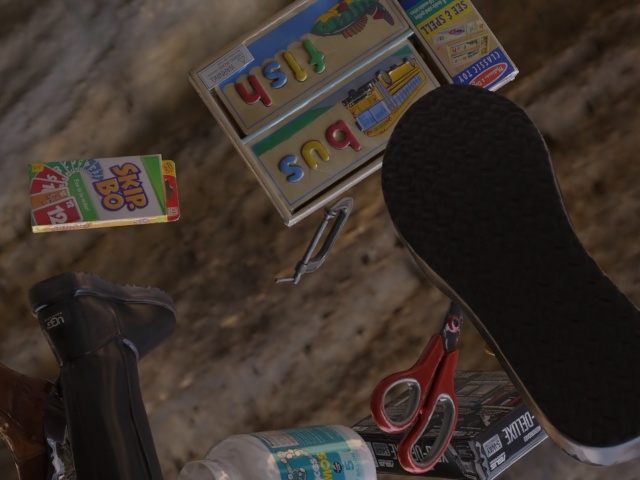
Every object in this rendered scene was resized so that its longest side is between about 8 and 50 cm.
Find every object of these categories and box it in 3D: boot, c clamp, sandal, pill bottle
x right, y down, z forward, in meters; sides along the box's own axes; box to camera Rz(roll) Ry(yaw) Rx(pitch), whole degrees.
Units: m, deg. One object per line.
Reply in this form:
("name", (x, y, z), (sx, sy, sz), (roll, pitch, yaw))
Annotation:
("boot", (-0.528, 0.314, 2.343), (0.096, 0.280, 0.264), (-34, 141, -56))
("c clamp", (0.000, 0.000, 2.256), (0.161, 0.022, 0.137), (-61, 159, 10))
("boot", (-0.292, 0.294, 2.265), (0.146, 0.445, 0.367), (-26, 162, 19))
("sandal", (0.184, 0.033, 1.359), (0.167, 0.446, 0.107), (-24, 144, -1))
("pill bottle", (-0.061, 0.326, 1.913), (0.264, 0.146, 0.146), (0, 163, -44))

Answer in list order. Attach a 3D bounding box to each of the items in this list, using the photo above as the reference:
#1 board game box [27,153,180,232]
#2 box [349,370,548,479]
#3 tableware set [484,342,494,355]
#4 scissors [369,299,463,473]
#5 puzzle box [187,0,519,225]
("board game box", (-0.383, -0.085, 2.548), (0.259, 0.124, 0.039), (-4, 157, -11))
("box", (0.222, 0.289, 2.297), (0.242, 0.076, 0.307), (-28, -166, -38))
("tableware set", (0.261, 0.087, 1.759), (0.154, 0.104, 0.024), (-35, -149, -17))
("scissors", (0.139, 0.111, 1.535), (0.021, 0.109, 0.297), (-18, -149, 49))
("puzzle box", (0.047, -0.240, 2.095), (0.409, 0.272, 0.052), (-34, 177, -5))
